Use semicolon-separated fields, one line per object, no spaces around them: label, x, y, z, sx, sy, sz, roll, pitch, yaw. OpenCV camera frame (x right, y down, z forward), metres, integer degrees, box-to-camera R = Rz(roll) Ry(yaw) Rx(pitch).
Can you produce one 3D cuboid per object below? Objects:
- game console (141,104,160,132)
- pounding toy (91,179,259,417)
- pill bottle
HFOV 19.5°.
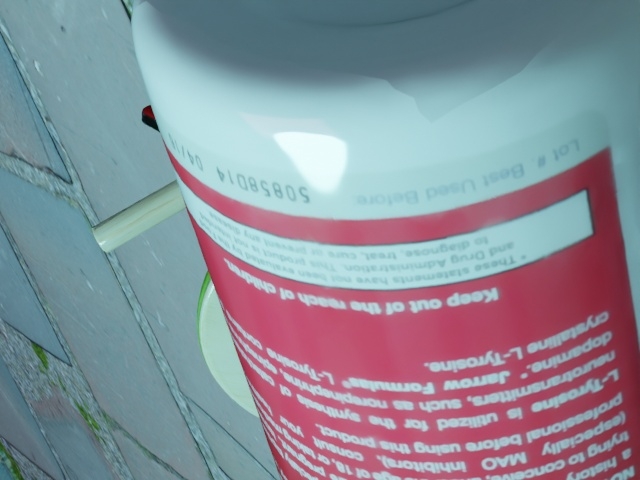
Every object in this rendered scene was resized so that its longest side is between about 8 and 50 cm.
game console;-0.036;-0.036;1.214;0.144;0.124;0.085;29;119;51
pounding toy;0.000;0.000;1.103;0.237;0.183;0.110;49;-162;-33
pill bottle;0.075;0.031;0.851;0.229;0.229;0.407;35;150;45
